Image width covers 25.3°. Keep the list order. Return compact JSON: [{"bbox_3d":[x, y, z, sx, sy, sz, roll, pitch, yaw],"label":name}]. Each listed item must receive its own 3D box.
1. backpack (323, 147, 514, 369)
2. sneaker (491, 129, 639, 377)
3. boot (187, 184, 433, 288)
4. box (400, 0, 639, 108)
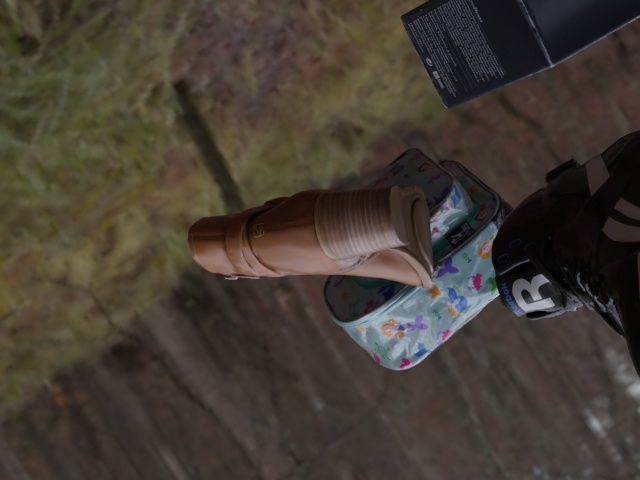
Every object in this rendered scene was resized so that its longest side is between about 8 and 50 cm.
[{"bbox_3d":[0.117,0.025,1.745,0.253,0.191,0.225,-48,-157,6],"label":"backpack"},{"bbox_3d":[0.146,0.027,0.742,0.121,0.079,0.217,-28,-158,26],"label":"sneaker"},{"bbox_3d":[0.000,0.000,1.052,0.152,0.073,0.197,-8,165,16],"label":"boot"},{"bbox_3d":[0.199,-0.221,1.358,0.153,0.108,0.207,-30,-174,-21],"label":"box"}]
